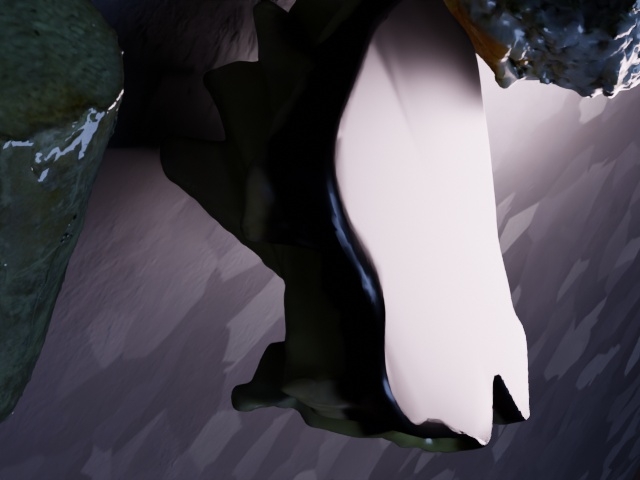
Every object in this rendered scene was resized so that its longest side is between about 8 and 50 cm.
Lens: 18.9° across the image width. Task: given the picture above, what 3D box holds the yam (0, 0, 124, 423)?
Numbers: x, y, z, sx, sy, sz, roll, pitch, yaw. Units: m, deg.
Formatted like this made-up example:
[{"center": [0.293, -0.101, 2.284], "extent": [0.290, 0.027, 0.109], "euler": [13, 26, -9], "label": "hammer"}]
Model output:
[{"center": [-0.206, -0.018, 1.045], "extent": [0.161, 0.161, 0.268], "euler": [-26, 146, -52], "label": "yam"}]

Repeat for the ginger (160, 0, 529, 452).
[{"center": [0.000, 0.000, 1.371], "extent": [0.413, 0.211, 0.358], "euler": [-38, 115, -65], "label": "ginger"}]

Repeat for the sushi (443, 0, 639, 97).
[{"center": [0.226, -0.239, 1.601], "extent": [0.274, 0.184, 0.139], "euler": [-51, 159, -16], "label": "sushi"}]
